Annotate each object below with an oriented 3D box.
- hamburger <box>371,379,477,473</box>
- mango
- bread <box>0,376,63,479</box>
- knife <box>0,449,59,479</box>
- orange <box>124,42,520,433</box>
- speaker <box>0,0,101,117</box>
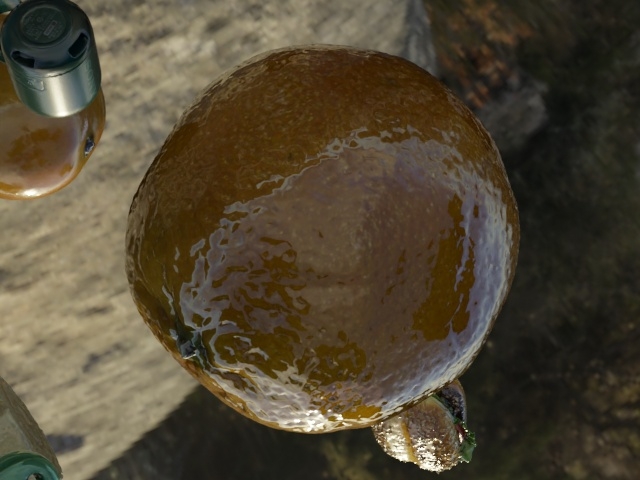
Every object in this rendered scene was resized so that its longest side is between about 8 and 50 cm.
[{"bbox_3d":[0.117,0.210,1.598,0.087,0.137,0.166,-59,154,-27],"label":"hamburger"},{"bbox_3d":[-0.309,-0.145,1.345,0.176,0.254,0.139,-11,137,-26],"label":"mango"},{"bbox_3d":[-0.353,0.222,1.369,0.141,0.148,0.134,-31,109,-7],"label":"bread"},{"bbox_3d":[-0.305,0.238,0.985,0.260,0.035,0.063,-31,109,-24],"label":"knife"},{"bbox_3d":[0.000,0.000,0.879,0.264,0.264,0.264,-18,140,-16],"label":"orange"},{"bbox_3d":[-0.188,-0.132,0.901,0.060,0.094,0.075,-37,160,-19],"label":"speaker"}]
